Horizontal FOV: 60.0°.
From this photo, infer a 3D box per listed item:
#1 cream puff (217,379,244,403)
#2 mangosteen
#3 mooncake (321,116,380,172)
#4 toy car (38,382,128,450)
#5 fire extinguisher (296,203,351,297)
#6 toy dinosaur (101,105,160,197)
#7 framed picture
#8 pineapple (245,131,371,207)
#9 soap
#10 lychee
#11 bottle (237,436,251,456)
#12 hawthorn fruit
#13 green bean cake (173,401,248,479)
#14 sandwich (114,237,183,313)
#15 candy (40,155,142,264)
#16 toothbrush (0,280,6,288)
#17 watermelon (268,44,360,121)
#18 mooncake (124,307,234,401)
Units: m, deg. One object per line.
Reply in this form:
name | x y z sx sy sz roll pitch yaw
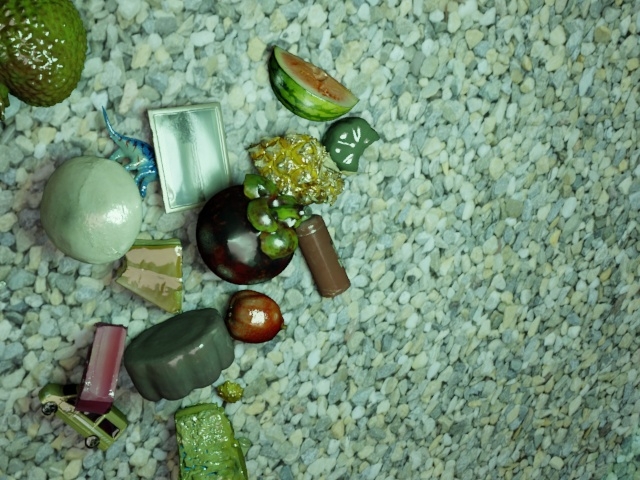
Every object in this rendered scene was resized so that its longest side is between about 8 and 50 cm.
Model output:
cream puff | -0.285 0.481 1.754 0.083 0.058 0.083 -29 110 -6
mangosteen | -0.194 -0.020 1.547 0.312 0.311 0.310 -3 103 -15
mooncake | 0.094 -0.286 1.677 0.169 0.104 0.174 0 105 -22
toy car | -0.691 0.494 1.620 0.124 0.101 0.256 -45 112 -13
fire extinguisher | 0.000 0.000 1.718 0.147 0.107 0.336 -37 112 -38
toy dinosaur | -0.500 -0.212 1.535 0.329 0.076 0.144 37 80 -24
framed picture | -0.360 -0.235 1.570 0.213 0.016 0.288 -14 106 -29
pineapple | -0.044 -0.198 1.584 0.335 0.161 0.158 32 132 -14
soap | -0.612 0.345 1.559 0.099 0.162 0.249 11 57 -18
lychee | -0.701 -0.451 1.329 0.320 0.270 0.270 -45 110 5
bottle | -0.268 0.696 1.815 0.063 0.047 0.101 22 100 -11
hawthorn fruit | -0.192 0.236 1.681 0.188 0.169 0.168 17 97 -24
green bean cake | -0.326 0.655 1.647 0.202 0.310 0.284 -9 106 -12
sandwich | -0.489 0.109 1.591 0.186 0.108 0.219 -2 105 -16
candy | -0.599 -0.079 1.445 0.296 0.185 0.295 1 94 13
toothbrush | -0.947 0.180 1.521 0.204 0.022 0.017 -42 112 -7
watermelon | -0.039 -0.419 1.624 0.304 0.159 0.128 26 132 -18
mooncake | -0.395 0.321 1.577 0.306 0.306 0.154 -23 113 -10
